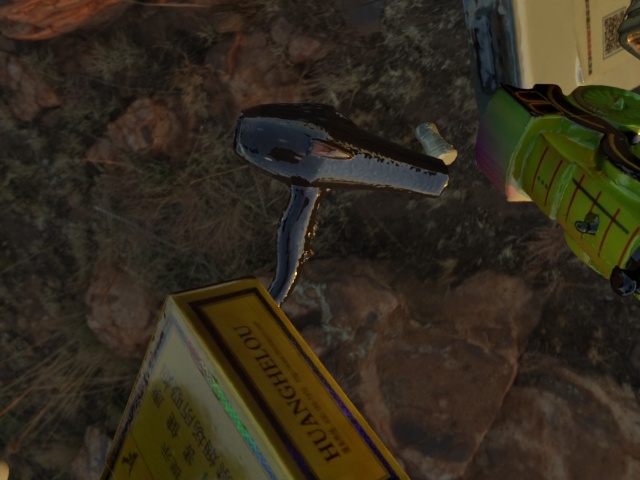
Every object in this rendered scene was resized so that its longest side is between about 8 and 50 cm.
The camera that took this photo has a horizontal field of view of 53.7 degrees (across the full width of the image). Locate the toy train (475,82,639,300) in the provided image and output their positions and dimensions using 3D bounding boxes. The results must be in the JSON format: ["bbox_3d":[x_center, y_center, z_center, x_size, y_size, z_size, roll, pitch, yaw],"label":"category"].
[{"bbox_3d":[0.247,-0.033,0.503,0.160,0.296,0.101,-5,126,-14],"label":"toy train"}]

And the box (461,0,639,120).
[{"bbox_3d":[0.341,-0.373,0.818,0.111,0.396,0.396,23,135,52],"label":"box"}]

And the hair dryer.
[{"bbox_3d":[0.000,0.000,0.874,0.303,0.120,0.360,14,95,-19],"label":"hair dryer"}]

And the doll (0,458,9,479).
[{"bbox_3d":[-0.447,0.331,0.576,0.242,0.311,0.160,10,94,-18],"label":"doll"}]

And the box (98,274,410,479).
[{"bbox_3d":[-0.081,0.202,0.492,0.193,0.084,0.302,50,129,29],"label":"box"}]

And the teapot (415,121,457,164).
[{"bbox_3d":[0.214,-0.180,1.190,0.057,0.067,0.083,-31,71,12],"label":"teapot"}]

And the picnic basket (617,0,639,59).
[{"bbox_3d":[0.399,-0.156,0.437,0.312,0.228,0.175,26,85,-20],"label":"picnic basket"}]
